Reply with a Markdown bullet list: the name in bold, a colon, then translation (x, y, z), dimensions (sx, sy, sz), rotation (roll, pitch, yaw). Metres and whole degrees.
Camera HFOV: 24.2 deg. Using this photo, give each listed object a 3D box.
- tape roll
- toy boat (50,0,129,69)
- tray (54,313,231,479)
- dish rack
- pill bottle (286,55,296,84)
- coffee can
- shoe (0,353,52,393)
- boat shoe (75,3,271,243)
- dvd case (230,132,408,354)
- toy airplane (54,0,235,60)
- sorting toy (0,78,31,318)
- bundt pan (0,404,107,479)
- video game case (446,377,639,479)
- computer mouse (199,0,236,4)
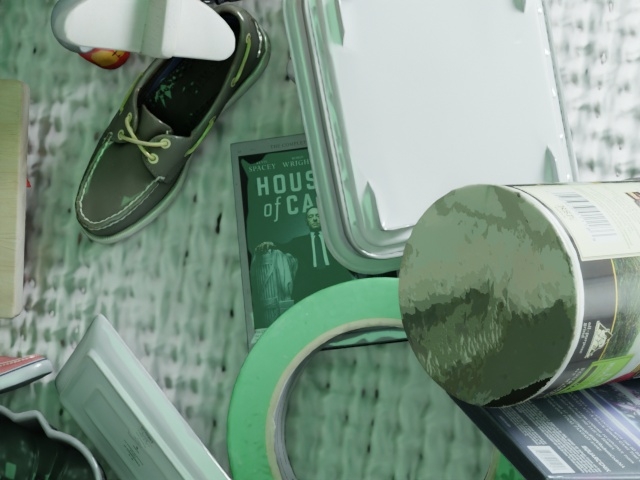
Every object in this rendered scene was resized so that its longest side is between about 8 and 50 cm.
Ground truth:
- **tape roll**: translation (0.066, 0.198, 1.532), dimensions (0.321, 0.077, 0.321), rotation (0, 87, 7)
- **toy boat**: translation (-0.252, -0.350, 1.651), dimensions (0.268, 0.148, 0.318), rotation (-5, 80, 8)
- **tray**: translation (-0.187, 0.220, 1.566), dimensions (0.270, 0.030, 0.145), rotation (50, 133, 13)
- **dish rack**: translation (0.124, -0.145, 1.522), dimensions (0.286, 0.072, 0.332), rotation (-12, 93, -11)
- **pill bottle**: translation (0.059, -0.246, 1.599), dimensions (0.117, 0.117, 0.215), rotation (27, 87, 12)
- **coffee can**: translation (0.237, 0.042, 1.411), dimensions (0.202, 0.275, 0.201), rotation (4, 95, 44)
- **shoe**: translation (-0.386, 0.136, 1.639), dimensions (0.178, 0.063, 0.081), rotation (-18, 84, 11)
- **boat shoe**: translation (-0.173, -0.131, 1.632), dimensions (0.109, 0.091, 0.305), rotation (38, 89, 13)
- **dvd case**: translation (0.000, 0.000, 1.615), dimensions (0.179, 0.029, 0.238), rotation (-7, 81, 8)
- **toy airplane**: translation (-0.165, -0.366, 1.462), dimensions (0.384, 0.386, 0.272), rotation (-37, 47, -6)
- **sorting toy**: translation (-0.439, -0.051, 1.648), dimensions (0.257, 0.089, 0.255), rotation (3, 92, 10)
- **bundt pan**: translation (-0.343, 0.335, 1.571), dimensions (0.331, 0.124, 0.330), rotation (-1, 82, 10)
- **video game case**: translation (0.280, 0.180, 1.403), dimensions (0.274, 0.196, 0.026), rotation (4, 111, -24)
- **computer mouse**: translation (-0.070, -0.371, 1.625), dimensions (0.262, 0.060, 0.184), rotation (-31, 97, -26)
